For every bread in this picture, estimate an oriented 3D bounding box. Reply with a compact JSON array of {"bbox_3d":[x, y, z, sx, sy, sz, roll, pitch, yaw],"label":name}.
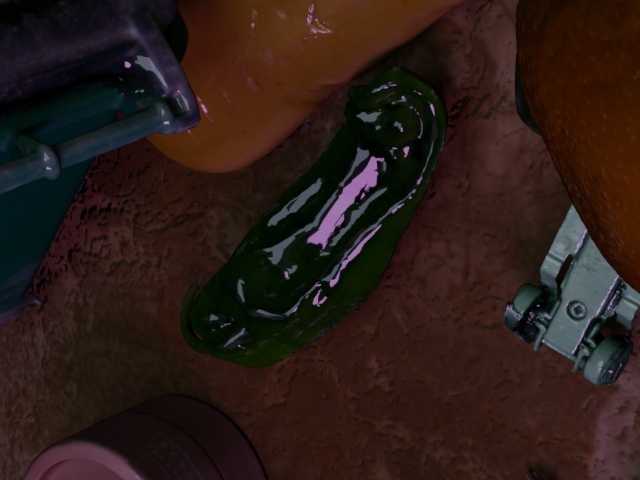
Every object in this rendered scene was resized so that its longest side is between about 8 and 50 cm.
[{"bbox_3d":[-0.009,-0.156,0.720,0.305,0.091,0.142,-34,88,35],"label":"bread"}]

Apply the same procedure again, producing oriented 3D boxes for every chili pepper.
[{"bbox_3d":[-0.005,-0.001,0.765,0.100,0.074,0.257,44,116,8],"label":"chili pepper"}]

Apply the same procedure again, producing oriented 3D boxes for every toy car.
[{"bbox_3d":[0.157,0.006,0.670,0.073,0.054,0.143,30,117,22],"label":"toy car"}]

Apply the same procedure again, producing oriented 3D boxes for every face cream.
[{"bbox_3d":[-0.122,0.193,0.864,0.149,0.104,0.149,9,106,32],"label":"face cream"}]

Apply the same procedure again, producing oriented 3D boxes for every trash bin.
[{"bbox_3d":[-0.256,-0.069,0.755,0.295,0.259,0.381,53,147,15],"label":"trash bin"}]

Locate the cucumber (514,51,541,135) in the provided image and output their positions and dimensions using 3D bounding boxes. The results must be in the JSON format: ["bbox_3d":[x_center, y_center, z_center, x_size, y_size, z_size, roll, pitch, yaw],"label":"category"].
[{"bbox_3d":[0.154,-0.159,0.628,0.069,0.069,0.227,28,112,25],"label":"cucumber"}]

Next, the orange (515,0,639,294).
[{"bbox_3d":[0.216,-0.075,0.499,0.264,0.264,0.264,8,106,31],"label":"orange"}]

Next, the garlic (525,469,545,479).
[{"bbox_3d":[0.097,0.271,0.691,0.207,0.207,0.257,-9,89,34],"label":"garlic"}]
